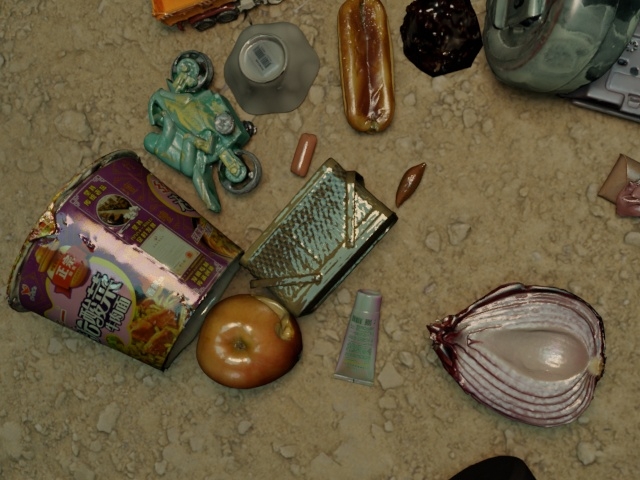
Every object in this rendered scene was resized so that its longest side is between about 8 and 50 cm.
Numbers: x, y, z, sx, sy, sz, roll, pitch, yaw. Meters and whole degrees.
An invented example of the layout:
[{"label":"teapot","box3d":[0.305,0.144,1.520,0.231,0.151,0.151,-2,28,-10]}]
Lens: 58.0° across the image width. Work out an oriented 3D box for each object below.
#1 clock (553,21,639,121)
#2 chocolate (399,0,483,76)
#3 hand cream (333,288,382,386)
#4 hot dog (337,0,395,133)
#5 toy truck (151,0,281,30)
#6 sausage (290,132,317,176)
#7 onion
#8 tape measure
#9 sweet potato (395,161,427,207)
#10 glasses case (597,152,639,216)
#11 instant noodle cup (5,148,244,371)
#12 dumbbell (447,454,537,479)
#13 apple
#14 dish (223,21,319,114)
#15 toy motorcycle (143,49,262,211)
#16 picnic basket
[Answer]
[{"label":"clock","box3d":[0.540,-0.292,0.959,0.254,0.083,0.186,18,92,10]},{"label":"chocolate","box3d":[0.205,-0.378,0.996,0.156,0.133,0.156,0,89,12]},{"label":"hand cream","box3d":[0.073,0.177,1.051,0.076,0.047,0.174,10,99,10]},{"label":"hot dog","box3d":[0.083,-0.318,1.047,0.100,0.068,0.249,-3,90,-3]},{"label":"toy truck","box3d":[-0.179,-0.482,1.063,0.271,0.135,0.114,-16,85,9]},{"label":"sausage","box3d":[-0.031,-0.160,1.079,0.034,0.034,0.083,18,90,10]},{"label":"onion","box3d":[0.315,0.173,0.965,0.284,0.120,0.226,14,93,7]},{"label":"tape measure","box3d":[0.359,-0.362,0.905,0.147,0.275,0.256,2,94,-16]},{"label":"sweet potato","box3d":[0.159,-0.103,1.045,0.034,0.034,0.095,33,93,9]},{"label":"glasses case","box3d":[0.563,-0.056,0.955,0.194,0.070,0.102,31,95,10]},{"label":"instant noodle cup","box3d":[-0.308,0.053,0.988,0.266,0.340,0.339,33,94,1]},{"label":"dumbbell","box3d":[0.326,0.532,0.913,0.204,0.204,0.322,-35,83,7]},{"label":"apple","box3d":[-0.128,0.176,1.013,0.199,0.199,0.199,0,88,10]},{"label":"dish","box3d":[-0.101,-0.331,1.080,0.191,0.066,0.190,0,88,9]},{"label":"toy motorcycle","box3d":[-0.235,-0.198,1.081,0.198,0.109,0.296,-33,82,11]},{"label":"picnic basket","box3d":[0.000,0.000,1.003,0.139,0.165,0.266,43,95,10]}]
